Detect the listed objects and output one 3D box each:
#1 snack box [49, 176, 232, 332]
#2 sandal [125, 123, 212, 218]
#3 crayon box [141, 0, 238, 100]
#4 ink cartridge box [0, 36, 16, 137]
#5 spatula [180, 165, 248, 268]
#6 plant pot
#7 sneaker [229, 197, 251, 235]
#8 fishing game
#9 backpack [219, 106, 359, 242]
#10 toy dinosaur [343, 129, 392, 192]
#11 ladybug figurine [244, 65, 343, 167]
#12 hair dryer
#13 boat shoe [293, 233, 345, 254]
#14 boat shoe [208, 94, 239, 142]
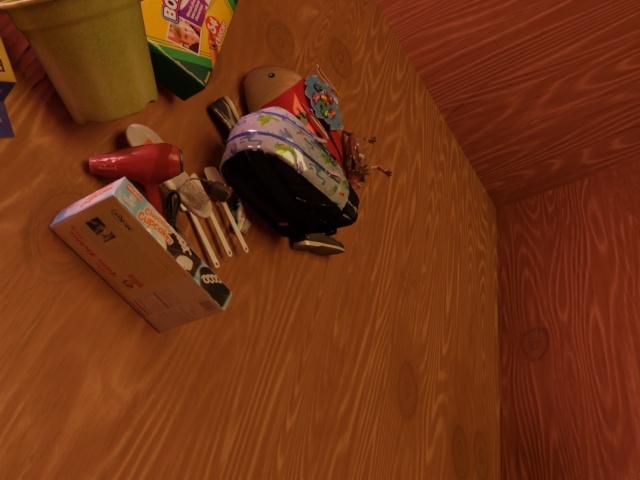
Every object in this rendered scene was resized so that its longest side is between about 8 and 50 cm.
[{"bbox_3d":[-0.345,0.040,1.249,0.322,0.187,0.060,52,33,-29],"label":"snack box"},{"bbox_3d":[-0.358,-0.140,1.442,0.265,0.076,0.102,51,30,-8],"label":"sandal"},{"bbox_3d":[-0.380,-0.584,1.575,0.313,0.106,0.363,36,52,-36],"label":"crayon box"},{"bbox_3d":[-0.669,-0.322,1.055,0.303,0.072,0.307,-20,88,-61],"label":"ink cartridge box"},{"bbox_3d":[-0.265,-0.061,1.588,0.168,0.019,0.242,-28,93,-55],"label":"spatula"},{"bbox_3d":[-0.448,-0.378,1.273,0.276,0.276,0.254,-60,142,-54],"label":"plant pot"},{"bbox_3d":[-0.208,-0.059,1.696,0.069,0.038,0.098,29,58,-51],"label":"sneaker"},{"bbox_3d":[0.019,-0.425,1.964,0.189,0.041,0.264,51,33,-25],"label":"fishing game"},{"bbox_3d":[-0.101,-0.177,1.690,0.355,0.290,0.273,25,63,-43],"label":"backpack"},{"bbox_3d":[0.134,-0.304,2.335,0.200,0.127,0.296,3,64,-51],"label":"toy dinosaur"},{"bbox_3d":[-0.063,-0.346,1.982,0.449,0.162,0.305,58,31,-20],"label":"ladybug figurine"},{"bbox_3d":[-0.353,-0.097,1.352,0.293,0.223,0.080,36,0,-16],"label":"hair dryer"},{"bbox_3d":[0.000,0.000,1.955,0.228,0.081,0.069,14,65,-53],"label":"boat shoe"},{"bbox_3d":[-0.245,-0.295,1.775,0.065,0.075,0.206,-30,108,-17],"label":"boat shoe"}]
